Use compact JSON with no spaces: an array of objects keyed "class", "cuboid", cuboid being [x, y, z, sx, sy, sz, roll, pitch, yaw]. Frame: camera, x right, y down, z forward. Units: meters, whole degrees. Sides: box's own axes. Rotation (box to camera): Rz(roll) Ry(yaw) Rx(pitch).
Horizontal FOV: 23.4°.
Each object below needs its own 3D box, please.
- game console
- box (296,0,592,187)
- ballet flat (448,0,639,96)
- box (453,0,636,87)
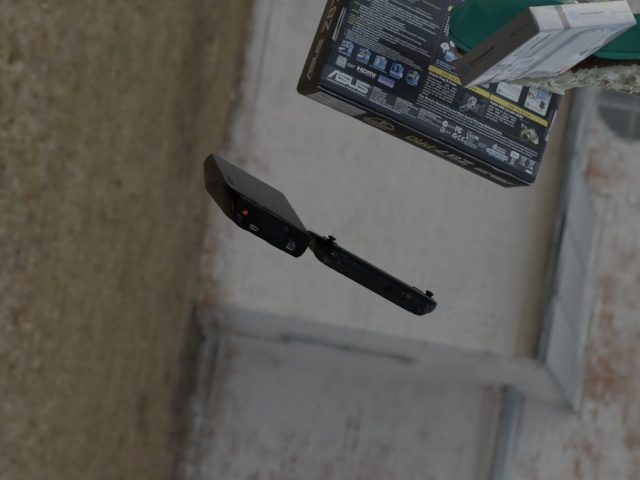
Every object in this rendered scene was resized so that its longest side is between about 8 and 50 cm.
[{"class":"game console","cuboid":[0.000,0.000,2.125,0.044,0.361,0.213,-57,-161,9]},{"class":"box","cuboid":[0.194,-0.297,2.361,0.097,0.395,0.318,-2,-112,68]},{"class":"ballet flat","cuboid":[0.366,-0.246,2.109,0.147,0.409,0.147,-24,119,-55]},{"class":"box","cuboid":[0.278,-0.243,1.908,0.145,0.186,0.038,-34,-109,48]}]
